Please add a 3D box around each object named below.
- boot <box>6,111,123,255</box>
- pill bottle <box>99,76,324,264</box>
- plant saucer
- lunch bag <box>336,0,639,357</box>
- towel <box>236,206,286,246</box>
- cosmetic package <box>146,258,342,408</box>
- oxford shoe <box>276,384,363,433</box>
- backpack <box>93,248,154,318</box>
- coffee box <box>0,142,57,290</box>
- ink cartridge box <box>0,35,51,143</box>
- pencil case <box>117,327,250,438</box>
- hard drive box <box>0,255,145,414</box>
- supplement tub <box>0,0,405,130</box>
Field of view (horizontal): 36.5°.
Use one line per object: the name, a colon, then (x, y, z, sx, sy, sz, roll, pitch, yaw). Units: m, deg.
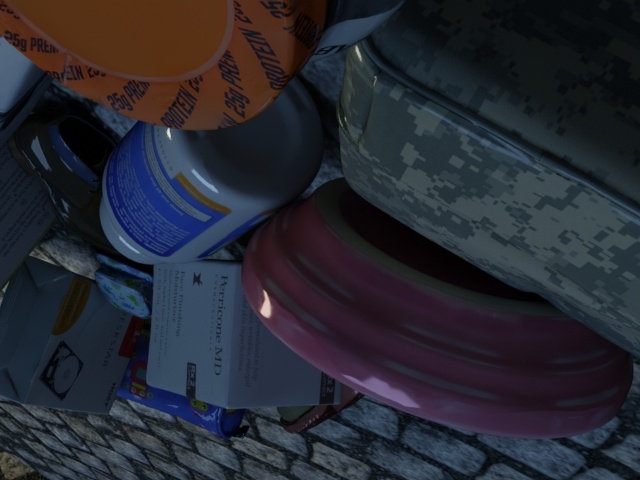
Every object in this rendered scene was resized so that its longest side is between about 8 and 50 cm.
boot: (-0.269, -0.063, 1.143, 0.106, 0.082, 0.219, -6, 133, 49)
pill bottle: (-0.123, -0.064, 0.947, 0.152, 0.152, 0.272, 38, 149, -15)
plant saucer: (0.104, 0.033, 0.799, 0.332, 0.332, 0.084, 22, 113, 13)
lunch bag: (0.163, -0.061, 0.638, 0.305, 0.212, 0.256, 31, 156, 10)
towel: (0.000, 0.000, 1.073, 0.237, 0.021, 0.102, 14, 152, 23)
cosmetic package: (-0.083, 0.098, 1.077, 0.151, 0.151, 0.184, 4, 178, -36)
oxford shoe: (0.003, 0.156, 1.244, 0.130, 0.123, 0.348, 55, 152, 8)
backpack: (-0.242, 0.053, 1.293, 0.105, 0.084, 0.114, 19, 152, 24)
coffee box: (-0.570, -0.021, 1.207, 0.334, 0.338, 0.338, 42, 148, -21)
ink cartridge box: (-0.369, -0.237, 0.880, 0.285, 0.166, 0.395, 38, 149, -15)
pencil case: (-0.243, 0.202, 1.488, 0.306, 0.119, 0.133, 17, -174, 20)
hard drive box: (-0.349, 0.136, 1.339, 0.089, 0.181, 0.232, 18, 173, 19)
supplement tub: (-0.010, -0.221, 0.424, 0.207, 0.338, 0.207, 21, 150, 13)
